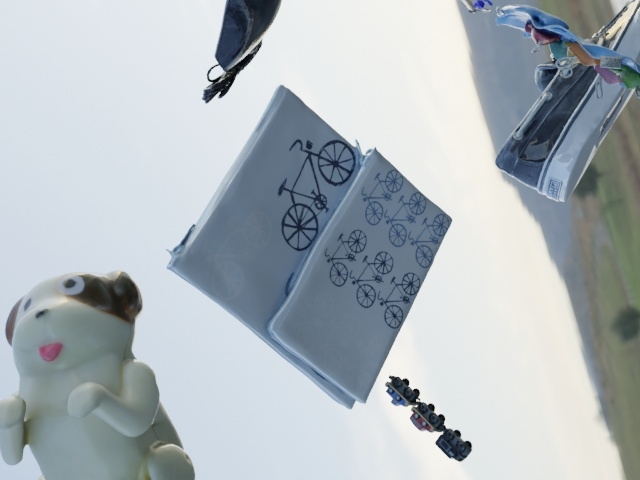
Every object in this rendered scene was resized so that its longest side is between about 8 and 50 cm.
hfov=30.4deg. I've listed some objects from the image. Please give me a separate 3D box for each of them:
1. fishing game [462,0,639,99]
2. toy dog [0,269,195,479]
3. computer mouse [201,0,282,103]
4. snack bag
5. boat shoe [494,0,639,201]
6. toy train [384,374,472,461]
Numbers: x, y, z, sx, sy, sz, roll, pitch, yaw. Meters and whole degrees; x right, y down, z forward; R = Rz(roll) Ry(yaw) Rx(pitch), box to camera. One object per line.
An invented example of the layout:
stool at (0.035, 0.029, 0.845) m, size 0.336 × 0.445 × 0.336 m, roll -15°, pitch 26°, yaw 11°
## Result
fishing game at (0.231, -0.151, 1.015) m, size 0.041 × 0.264 × 0.189 m, roll -64°, pitch -7°, yaw 9°
toy dog at (-0.343, 0.246, 1.846) m, size 0.395 × 0.284 × 0.408 m, roll -30°, pitch -76°, yaw -66°
computer mouse at (-0.109, -0.348, 1.883) m, size 0.272 × 0.072 × 0.188 m, roll 111°, pitch -174°, yaw -54°
snack bag at (0.000, 0.000, 1.563) m, size 0.342 × 0.037 × 0.323 m, roll 40°, pitch -116°, yaw -23°
boat shoe at (0.292, -0.178, 1.318) m, size 0.301 × 0.102 × 0.108 m, roll -56°, pitch -19°, yaw -21°
toy train at (0.136, 0.231, 1.528) m, size 0.027 × 0.036 × 0.158 m, roll 16°, pitch -158°, yaw -50°
